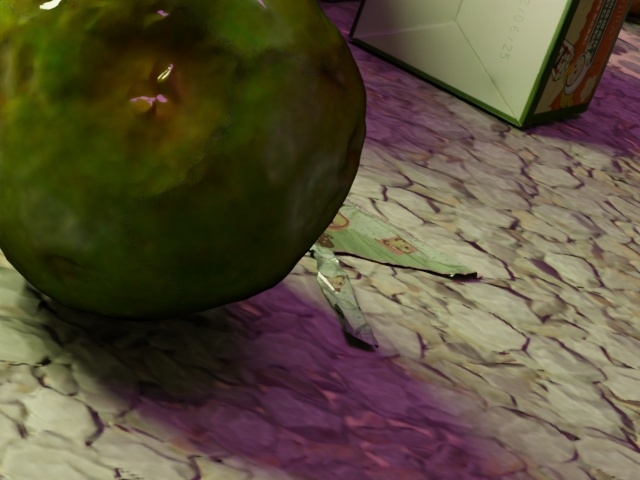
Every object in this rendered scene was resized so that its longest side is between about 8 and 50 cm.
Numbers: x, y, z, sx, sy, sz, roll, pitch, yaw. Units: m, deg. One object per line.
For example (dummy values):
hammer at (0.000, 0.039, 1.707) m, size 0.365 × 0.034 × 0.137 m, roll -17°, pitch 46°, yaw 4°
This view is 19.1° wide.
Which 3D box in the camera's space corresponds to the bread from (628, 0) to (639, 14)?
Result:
bread at (0.322, -0.336, 2.048) m, size 0.250 × 0.179 × 0.133 m, roll 12°, pitch 27°, yaw -24°

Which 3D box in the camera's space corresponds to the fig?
fig at (-0.078, -0.054, 0.970) m, size 0.206 × 0.206 × 0.275 m, roll 21°, pitch -8°, yaw 1°

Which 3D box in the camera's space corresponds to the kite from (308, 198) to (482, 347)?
kite at (0.000, 0.001, 1.116) m, size 0.229 × 0.012 × 0.250 m, roll 11°, pitch 23°, yaw -22°

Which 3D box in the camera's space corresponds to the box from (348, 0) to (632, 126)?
box at (0.157, -0.221, 1.565) m, size 0.177 × 0.195 × 0.148 m, roll 29°, pitch 21°, yaw 23°
